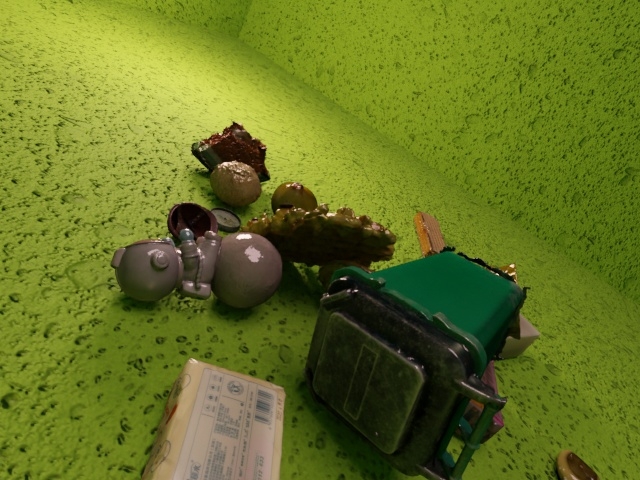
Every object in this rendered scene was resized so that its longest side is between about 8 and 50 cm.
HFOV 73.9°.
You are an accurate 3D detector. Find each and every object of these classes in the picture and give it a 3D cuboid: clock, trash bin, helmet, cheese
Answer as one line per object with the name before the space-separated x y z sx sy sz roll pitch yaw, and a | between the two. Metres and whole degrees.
clock | -0.233 -0.051 1.033 0.085 0.017 0.085 24 27 -13
trash bin | 0.197 0.170 0.728 0.295 0.259 0.381 30 32 33
helmet | -0.280 -0.029 0.902 0.111 0.057 0.089 15 65 -39
cheese | 0.503 0.481 0.851 0.162 0.036 0.086 1 38 -47

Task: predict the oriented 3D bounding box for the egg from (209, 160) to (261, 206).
egg | -0.217 -0.145 1.105 0.140 0.116 0.118 27 -1 -18

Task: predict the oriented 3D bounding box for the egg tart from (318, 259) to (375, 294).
egg tart | 0.077 0.118 0.930 0.191 0.191 0.074 29 57 -5

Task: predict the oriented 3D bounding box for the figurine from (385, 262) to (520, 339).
figurine | 0.289 0.142 0.993 0.315 0.168 0.187 -4 -3 24

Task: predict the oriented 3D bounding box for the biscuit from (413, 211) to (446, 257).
biscuit | 0.420 -0.012 1.616 0.094 0.054 0.378 28 26 -9

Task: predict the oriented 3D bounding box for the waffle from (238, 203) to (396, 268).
waffle | 0.000 0.000 0.906 0.302 0.325 0.068 32 54 -53

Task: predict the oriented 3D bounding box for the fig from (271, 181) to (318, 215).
fig | -0.072 -0.097 1.181 0.136 0.121 0.153 24 3 -2

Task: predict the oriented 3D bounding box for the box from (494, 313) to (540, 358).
box | 0.450 0.223 1.182 0.252 0.106 0.203 9 32 -40

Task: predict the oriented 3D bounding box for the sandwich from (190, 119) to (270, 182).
sandwich | -0.233 -0.231 1.214 0.235 0.159 0.079 37 13 -37

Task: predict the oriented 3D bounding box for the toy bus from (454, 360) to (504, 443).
toy bus | 0.314 0.298 0.916 0.112 0.090 0.274 34 26 2

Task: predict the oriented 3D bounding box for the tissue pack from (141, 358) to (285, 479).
tissue pack | -0.127 0.258 0.515 0.148 0.092 0.196 24 25 -14

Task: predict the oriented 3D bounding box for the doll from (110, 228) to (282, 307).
doll | -0.213 0.052 0.753 0.287 0.151 0.151 3 37 -33
